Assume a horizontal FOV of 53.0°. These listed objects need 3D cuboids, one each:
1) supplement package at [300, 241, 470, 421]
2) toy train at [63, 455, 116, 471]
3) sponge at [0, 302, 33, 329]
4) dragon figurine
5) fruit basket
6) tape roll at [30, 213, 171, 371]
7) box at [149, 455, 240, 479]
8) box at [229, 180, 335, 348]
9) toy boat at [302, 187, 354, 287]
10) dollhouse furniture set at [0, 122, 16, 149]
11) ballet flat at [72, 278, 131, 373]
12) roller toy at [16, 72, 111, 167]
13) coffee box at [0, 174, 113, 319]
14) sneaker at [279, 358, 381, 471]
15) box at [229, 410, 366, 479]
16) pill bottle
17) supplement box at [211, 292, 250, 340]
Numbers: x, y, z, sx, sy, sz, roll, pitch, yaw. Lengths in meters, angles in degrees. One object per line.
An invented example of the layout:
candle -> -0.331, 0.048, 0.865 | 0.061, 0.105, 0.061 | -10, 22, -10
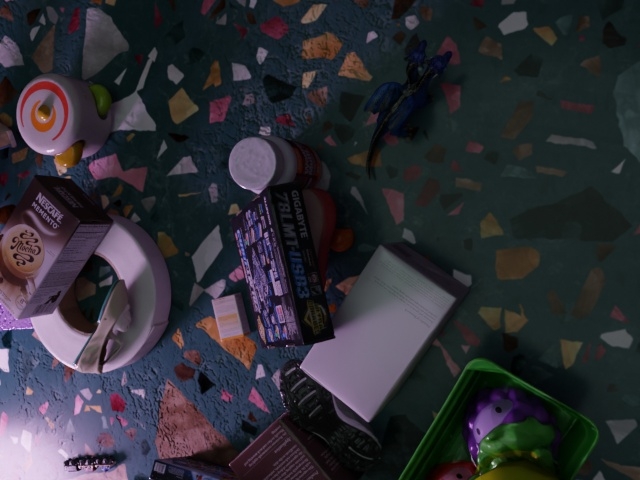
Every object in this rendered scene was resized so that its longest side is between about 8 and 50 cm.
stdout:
supplement package -> 0.128, 0.171, 1.259 | 0.175, 0.177, 0.292 | 36, 103, 16
toy train -> -0.582, 0.566, 1.618 | 0.159, 0.027, 0.036 | -10, 92, 21
sponge -> -0.818, 0.177, 1.689 | 0.210, 0.031, 0.117 | -7, 90, 20
dragon figurine -> 0.146, -0.258, 1.254 | 0.085, 0.144, 0.289 | 44, 106, 14
fruit basket -> 0.299, 0.421, 1.108 | 0.283, 0.392, 0.391 | 31, 102, 17
tape roll -> -0.543, 0.126, 1.564 | 0.393, 0.072, 0.391 | 1, 92, 20
box -> -0.232, 0.529, 1.414 | 0.233, 0.159, 0.044 | 9, 77, 20
box -> -0.084, 0.062, 1.262 | 0.074, 0.293, 0.295 | -11, 83, -21
toy boat -> 0.000, 0.000, 1.328 | 0.151, 0.151, 0.231 | 51, 145, 45
dollhouse furniture set -> -0.912, -0.153, 1.696 | 0.286, 0.198, 0.303 | 29, 135, 38
ballet flat -> -0.481, 0.205, 1.473 | 0.086, 0.086, 0.248 | 34, 104, 16
roller toy -> -0.616, -0.294, 1.535 | 0.191, 0.146, 0.209 | 24, 101, 18
coffee box -> -0.643, 0.015, 1.496 | 0.168, 0.119, 0.297 | 41, 105, 15
sneaker -> 0.015, 0.352, 1.318 | 0.100, 0.108, 0.271 | -41, 95, 7
box -> -0.042, 0.470, 1.339 | 0.168, 0.167, 0.203 | -45, 77, 16
pill bottle -> -0.089, -0.149, 1.304 | 0.121, 0.221, 0.121 | 1, 93, 20
supplement box -> -0.202, 0.173, 1.457 | 0.062, 0.036, 0.098 | -14, 87, 21
